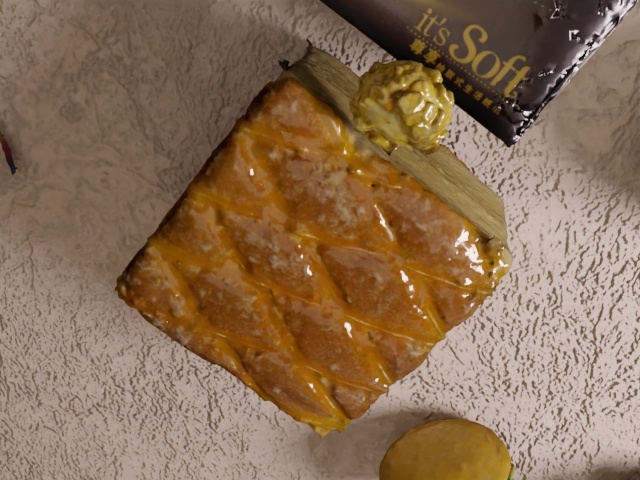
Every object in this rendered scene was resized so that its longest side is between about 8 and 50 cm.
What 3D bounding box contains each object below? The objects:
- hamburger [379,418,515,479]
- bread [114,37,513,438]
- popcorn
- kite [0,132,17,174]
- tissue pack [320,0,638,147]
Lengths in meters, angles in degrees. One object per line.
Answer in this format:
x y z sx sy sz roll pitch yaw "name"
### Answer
0.151 0.285 0.864 0.162 0.162 0.115 -13 114 15 "hamburger"
0.000 0.000 0.734 0.279 0.207 0.279 35 114 -8 "bread"
0.064 -0.100 0.565 0.083 0.057 0.082 44 153 -18 "popcorn"
-0.441 -0.186 0.835 0.152 0.015 0.285 -15 108 19 "kite"
0.080 -0.272 0.604 0.370 0.198 0.210 35 110 -7 "tissue pack"
